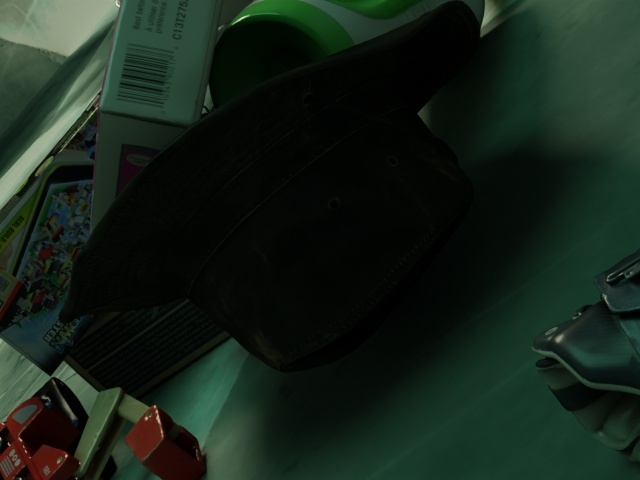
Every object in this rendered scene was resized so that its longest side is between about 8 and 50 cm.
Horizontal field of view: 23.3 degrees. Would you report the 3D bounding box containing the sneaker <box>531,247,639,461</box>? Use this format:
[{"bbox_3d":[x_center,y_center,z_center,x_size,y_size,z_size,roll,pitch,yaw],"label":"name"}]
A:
[{"bbox_3d":[0.167,0.006,0.721,0.163,0.086,0.226,-39,20,15],"label":"sneaker"}]

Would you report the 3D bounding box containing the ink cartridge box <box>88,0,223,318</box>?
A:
[{"bbox_3d":[-0.112,-0.085,1.062,0.371,0.069,0.176,110,169,-68],"label":"ink cartridge box"}]

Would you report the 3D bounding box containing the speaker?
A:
[{"bbox_3d":[0.030,-0.156,1.203,0.131,0.131,0.296,-35,2,32],"label":"speaker"}]

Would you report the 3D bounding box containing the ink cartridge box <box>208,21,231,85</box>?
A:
[{"bbox_3d":[-0.061,-0.314,1.986,0.232,0.066,0.189,-43,18,24],"label":"ink cartridge box"}]

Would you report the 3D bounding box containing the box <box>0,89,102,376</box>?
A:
[{"bbox_3d":[-0.196,-0.007,1.253,0.207,0.114,0.036,-52,21,-7],"label":"box"}]

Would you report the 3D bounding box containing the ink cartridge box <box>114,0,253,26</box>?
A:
[{"bbox_3d":[-0.124,-0.350,1.827,0.275,0.239,0.060,-28,61,3],"label":"ink cartridge box"}]

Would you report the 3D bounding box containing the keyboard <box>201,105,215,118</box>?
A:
[{"bbox_3d":[-0.135,-0.148,1.824,0.192,0.038,0.100,-35,21,35],"label":"keyboard"}]

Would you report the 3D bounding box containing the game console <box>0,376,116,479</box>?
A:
[{"bbox_3d":[-0.309,0.180,1.365,0.213,0.044,0.361,-43,32,-2],"label":"game console"}]

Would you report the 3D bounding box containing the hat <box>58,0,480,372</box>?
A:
[{"bbox_3d":[0.000,0.000,0.990,0.331,0.134,0.331,-35,-10,-7],"label":"hat"}]

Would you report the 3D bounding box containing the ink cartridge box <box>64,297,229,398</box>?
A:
[{"bbox_3d":[-0.112,0.007,1.356,0.193,0.088,0.235,-34,23,32],"label":"ink cartridge box"}]

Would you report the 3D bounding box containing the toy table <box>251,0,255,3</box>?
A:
[{"bbox_3d":[-0.044,-0.303,1.661,0.252,0.274,0.161,28,75,29],"label":"toy table"}]

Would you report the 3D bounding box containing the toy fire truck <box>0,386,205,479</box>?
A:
[{"bbox_3d":[-0.172,0.156,1.156,0.135,0.047,0.192,-47,34,0],"label":"toy fire truck"}]
